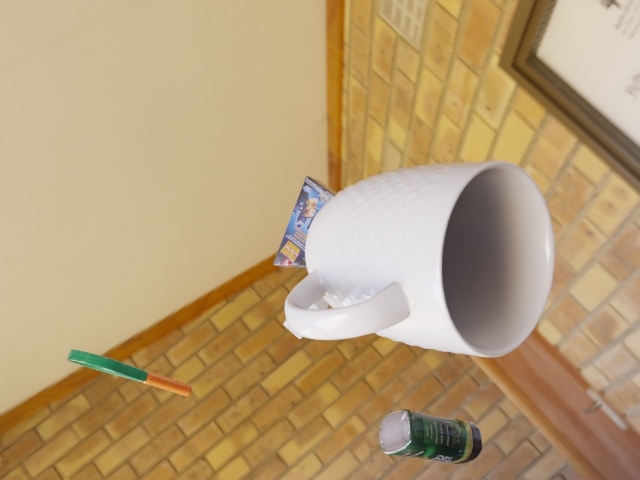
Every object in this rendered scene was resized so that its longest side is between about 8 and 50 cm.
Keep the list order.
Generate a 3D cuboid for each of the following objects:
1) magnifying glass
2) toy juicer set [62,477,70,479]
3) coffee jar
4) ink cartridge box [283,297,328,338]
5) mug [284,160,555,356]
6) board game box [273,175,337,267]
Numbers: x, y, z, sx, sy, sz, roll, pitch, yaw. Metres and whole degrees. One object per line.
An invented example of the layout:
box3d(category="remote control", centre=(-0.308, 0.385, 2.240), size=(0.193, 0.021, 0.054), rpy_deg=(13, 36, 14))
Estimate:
box3d(category="magnifying glass", centre=(-0.330, 0.232, 1.345), size=(0.231, 0.026, 0.092), rpy_deg=(24, -19, -32))
box3d(category="toy juicer set", centre=(-0.599, 0.558, 1.497), size=(0.209, 0.089, 0.329), rpy_deg=(-49, -12, -11))
box3d(category="coffee jar", centre=(0.207, 0.366, 1.426), size=(0.184, 0.079, 0.096), rpy_deg=(16, -32, -29))
box3d(category="ink cartridge box", centre=(-0.034, 0.185, 2.076), size=(0.109, 0.063, 0.150), rpy_deg=(-46, 6, 15))
box3d(category="mug", centre=(0.110, 0.041, 1.160), size=(0.374, 0.276, 0.328), rpy_deg=(-32, 22, -36))
box3d(category="board game box", centre=(0.000, 0.000, 1.586), size=(0.194, 0.194, 0.060), rpy_deg=(-57, -29, 10))
